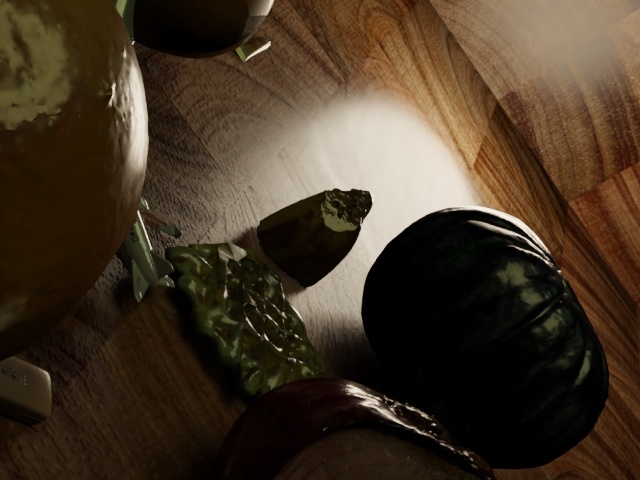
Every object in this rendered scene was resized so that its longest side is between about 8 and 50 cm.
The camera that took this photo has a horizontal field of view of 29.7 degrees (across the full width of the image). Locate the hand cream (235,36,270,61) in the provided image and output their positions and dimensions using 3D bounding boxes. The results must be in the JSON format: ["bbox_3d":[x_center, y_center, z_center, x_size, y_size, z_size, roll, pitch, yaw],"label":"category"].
[{"bbox_3d":[-0.104,-0.294,1.838,0.035,0.022,0.102,62,26,-4],"label":"hand cream"}]

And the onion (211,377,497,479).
[{"bbox_3d":[0.017,0.244,1.137,0.256,0.272,0.230,59,-5,-13],"label":"onion"}]

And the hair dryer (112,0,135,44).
[{"bbox_3d":[-0.279,-0.285,1.333,0.199,0.067,0.167,38,68,-28],"label":"hair dryer"}]

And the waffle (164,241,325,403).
[{"bbox_3d":[-0.076,0.088,1.344,0.204,0.054,0.223,63,22,13],"label":"waffle"}]

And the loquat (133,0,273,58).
[{"bbox_3d":[-0.165,-0.337,1.493,0.235,0.235,0.235,45,25,-28],"label":"loquat"}]

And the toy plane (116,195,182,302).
[{"bbox_3d":[-0.203,-0.022,1.210,0.171,0.065,0.162,57,23,3],"label":"toy plane"}]

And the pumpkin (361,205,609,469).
[{"bbox_3d":[0.218,0.130,1.597,0.363,0.266,0.363,55,9,-13],"label":"pumpkin"}]

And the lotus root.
[{"bbox_3d":[0.001,-0.004,1.562,0.159,0.135,0.095,-3,63,-50],"label":"lotus root"}]

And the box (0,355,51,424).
[{"bbox_3d":[-0.263,0.109,0.965,0.115,0.025,0.048,34,30,-43],"label":"box"}]

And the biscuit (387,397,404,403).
[{"bbox_3d":[0.130,0.323,1.418,0.274,0.091,0.213,54,20,-15],"label":"biscuit"}]

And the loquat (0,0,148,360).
[{"bbox_3d":[-0.269,-0.065,0.795,0.328,0.328,0.328,45,25,-28],"label":"loquat"}]
